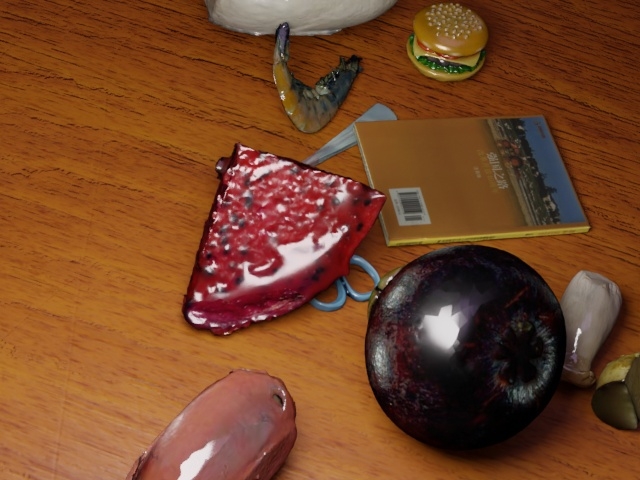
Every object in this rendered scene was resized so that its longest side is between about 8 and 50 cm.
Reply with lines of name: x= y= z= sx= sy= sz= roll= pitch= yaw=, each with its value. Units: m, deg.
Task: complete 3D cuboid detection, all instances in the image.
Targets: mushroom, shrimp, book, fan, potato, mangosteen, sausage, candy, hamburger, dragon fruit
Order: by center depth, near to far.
sausage: x=-0.141 y=0.286 z=1.434 sx=0.152 sy=0.152 sz=0.280 roll=33 pitch=55 yaw=15
mangosteen: x=0.190 y=0.151 z=1.534 sx=0.300 sy=0.300 sz=0.300 roll=5 pitch=52 yaw=-6
potato: x=0.460 y=0.220 z=1.645 sx=0.066 sy=0.096 sz=0.103 roll=0 pitch=29 yaw=34
dragon fruit: x=-0.119 y=-0.018 z=1.646 sx=0.302 sy=0.240 sz=0.330 roll=26 pitch=77 yaw=50
mushroom: x=0.412 y=0.137 z=1.691 sx=0.097 sy=0.088 sz=0.212 roll=47 pitch=50 yaw=-31
book: x=0.262 y=-0.112 z=1.886 sx=0.374 sy=0.028 sz=0.262 roll=-4 pitch=55 yaw=-15
fan: x=0.034 y=-0.166 z=1.901 sx=0.057 sy=0.023 sz=0.282 roll=45 pitch=57 yaw=13
shrimp: x=-0.005 y=-0.320 z=1.928 sx=0.051 sy=0.198 sz=0.262 roll=-2 pitch=35 yaw=38
candy: x=-0.046 y=-0.517 z=2.013 sx=0.427 sy=0.186 sz=0.386 roll=1 pitch=32 yaw=-15
hamburger: x=0.243 y=-0.379 z=2.045 sx=0.162 sy=0.115 sz=0.162 roll=5 pitch=50 yaw=-6

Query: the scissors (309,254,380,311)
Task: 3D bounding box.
scissors: x=0.000 y=0.000 z=1.758 sx=0.125 sy=0.030 sz=0.256 roll=-14 pitch=59 yaw=-20
